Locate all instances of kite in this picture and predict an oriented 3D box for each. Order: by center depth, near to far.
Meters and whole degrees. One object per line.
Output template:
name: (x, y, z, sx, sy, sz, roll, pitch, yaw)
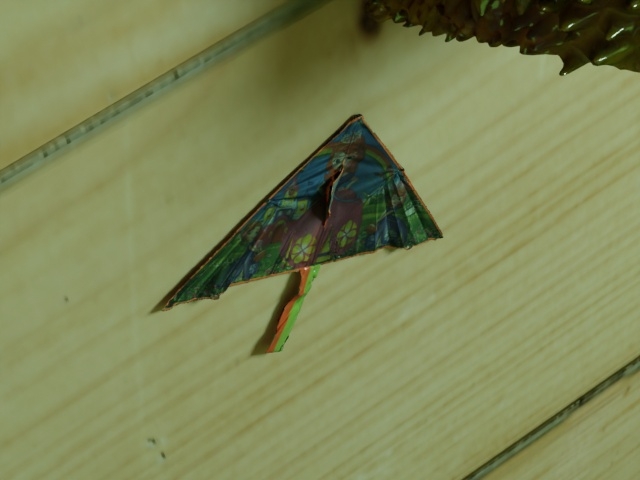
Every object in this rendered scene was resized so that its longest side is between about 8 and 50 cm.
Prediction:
kite: (0.000, 0.000, 0.898, 0.190, 0.010, 0.159, -14, 137, -34)

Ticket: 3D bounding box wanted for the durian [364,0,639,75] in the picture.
durian: (0.179, -0.163, 0.756, 0.260, 0.186, 0.154, -50, 176, -14)
